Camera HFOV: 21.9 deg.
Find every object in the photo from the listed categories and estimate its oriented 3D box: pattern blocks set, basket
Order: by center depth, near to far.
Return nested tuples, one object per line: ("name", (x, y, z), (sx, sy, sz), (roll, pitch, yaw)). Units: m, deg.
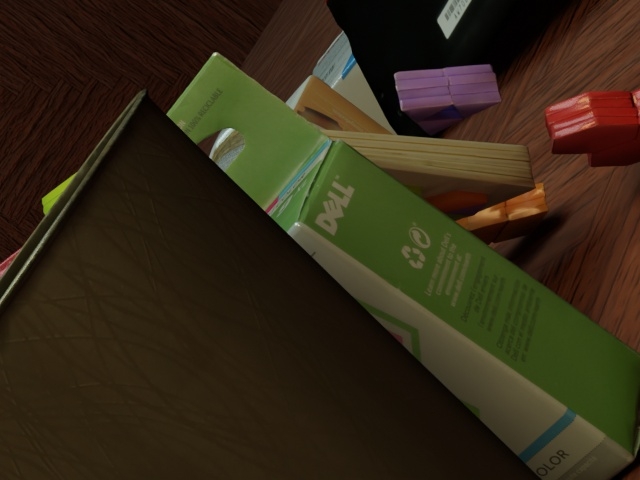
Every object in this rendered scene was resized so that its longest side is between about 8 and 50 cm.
("basket", (-0.020, 0.096, 0.523), (0.204, 0.227, 0.154), (-51, 10, 24))
("pattern blocks set", (0.003, -0.013, 0.803), (0.325, 0.285, 0.026), (-32, 64, 56))

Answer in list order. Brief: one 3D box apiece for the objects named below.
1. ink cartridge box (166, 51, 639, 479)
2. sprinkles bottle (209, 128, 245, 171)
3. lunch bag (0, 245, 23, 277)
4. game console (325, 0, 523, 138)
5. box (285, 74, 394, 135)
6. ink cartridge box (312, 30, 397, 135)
("ink cartridge box", (0.010, 0.036, 0.634), (0.109, 0.209, 0.062), (-48, 11, 37))
("sprinkles bottle", (-0.046, -0.015, 1.358), (0.121, 0.121, 0.355), (-52, 10, 16))
("lunch bag", (-0.211, 0.080, 1.444), (0.258, 0.120, 0.293), (-35, -15, 2))
("game console", (0.064, -0.299, 1.193), (0.060, 0.342, 0.386), (-19, -20, -24))
("box", (0.000, 0.000, 1.052), (0.091, 0.130, 0.170), (-46, 13, 38))
("ink cartridge box", (0.055, -0.153, 1.460), (0.139, 0.082, 0.190), (-51, 9, 19))
